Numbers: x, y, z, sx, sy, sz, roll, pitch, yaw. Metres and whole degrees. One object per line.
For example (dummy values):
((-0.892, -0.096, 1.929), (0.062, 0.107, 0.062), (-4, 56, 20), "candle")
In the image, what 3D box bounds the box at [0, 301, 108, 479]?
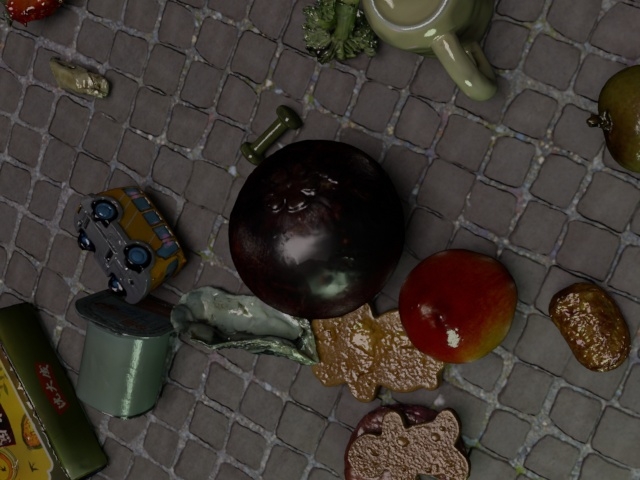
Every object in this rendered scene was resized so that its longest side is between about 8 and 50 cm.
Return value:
((-0.681, 0.383, 1.948), (0.420, 0.138, 0.372), (-31, 82, 23), "box")

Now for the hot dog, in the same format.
((0.418, 0.133, 1.499), (0.099, 0.065, 0.147), (-36, 91, 21), "hot dog")

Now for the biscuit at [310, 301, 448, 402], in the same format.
((0.098, 0.186, 1.653), (0.249, 0.035, 0.184), (-3, 93, 25), "biscuit")

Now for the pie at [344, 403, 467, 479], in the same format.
((0.138, 0.382, 1.642), (0.204, 0.054, 0.218), (23, 102, 20), "pie")

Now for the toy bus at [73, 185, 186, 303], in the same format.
((-0.343, 0.001, 1.772), (0.209, 0.136, 0.126), (53, 140, 11), "toy bus")

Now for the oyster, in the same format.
((-0.139, 0.144, 1.714), (0.252, 0.199, 0.087), (-5, 124, -5), "oyster")

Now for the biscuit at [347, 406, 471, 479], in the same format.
((0.142, 0.343, 1.594), (0.205, 0.031, 0.138), (-15, 86, 21), "biscuit")

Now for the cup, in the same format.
((0.171, -0.332, 1.495), (0.173, 0.202, 0.255), (-6, 92, 23), "cup")

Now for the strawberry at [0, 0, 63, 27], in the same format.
((-0.527, -0.523, 1.838), (0.228, 0.098, 0.174), (-41, 79, 17), "strawberry")

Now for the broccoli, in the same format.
((0.036, -0.356, 1.558), (0.118, 0.204, 0.122), (-15, 87, -8), "broccoli")

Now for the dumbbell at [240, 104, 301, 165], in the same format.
((-0.088, -0.184, 1.701), (0.118, 0.046, 0.052), (-44, 72, 19), "dumbbell")

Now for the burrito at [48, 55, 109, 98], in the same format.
((-0.467, -0.308, 1.856), (0.149, 0.041, 0.055), (23, 89, 24), "burrito")

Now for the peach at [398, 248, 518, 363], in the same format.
((0.210, 0.102, 1.515), (0.197, 0.197, 0.197), (2, 95, 23), "peach")

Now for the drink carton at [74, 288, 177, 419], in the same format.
((-0.366, 0.206, 1.780), (0.186, 0.191, 0.189), (25, 109, 18), "drink carton")

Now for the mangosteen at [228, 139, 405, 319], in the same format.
((0.002, -0.008, 1.562), (0.297, 0.297, 0.293), (-23, 127, 23), "mangosteen")

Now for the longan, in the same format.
((0.465, -0.175, 1.404), (0.145, 0.176, 0.154), (93, 161, -45), "longan")
